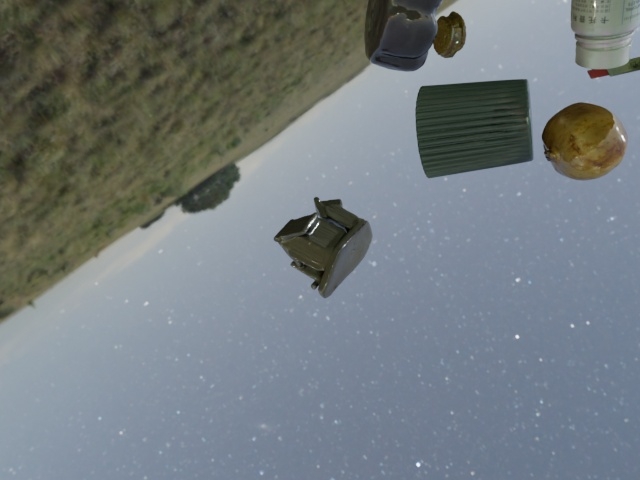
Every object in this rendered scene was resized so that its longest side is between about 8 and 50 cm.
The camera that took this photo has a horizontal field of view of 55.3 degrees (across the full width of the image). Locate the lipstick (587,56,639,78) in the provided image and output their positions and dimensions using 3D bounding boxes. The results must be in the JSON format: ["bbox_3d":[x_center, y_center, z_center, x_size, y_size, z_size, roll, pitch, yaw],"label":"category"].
[{"bbox_3d":[0.944,-0.521,1.796,0.312,0.051,0.051,-6,-174,40],"label":"lipstick"}]

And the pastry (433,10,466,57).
[{"bbox_3d":[0.319,-0.511,1.519,0.057,0.109,0.097,-11,-164,-13],"label":"pastry"}]

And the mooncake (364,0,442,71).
[{"bbox_3d":[0.161,-0.455,1.191,0.245,0.133,0.245,-170,-90,-89],"label":"mooncake"}]

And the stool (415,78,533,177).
[{"bbox_3d":[0.489,-0.355,1.918,0.330,0.297,0.297,-3,-155,21],"label":"stool"}]

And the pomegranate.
[{"bbox_3d":[0.765,-0.287,1.787,0.248,0.248,0.248,-34,-168,8],"label":"pomegranate"}]

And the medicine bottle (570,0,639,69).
[{"bbox_3d":[0.730,-0.603,1.563,0.170,0.293,0.170,-8,-146,6],"label":"medicine bottle"}]

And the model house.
[{"bbox_3d":[0.006,-0.002,1.434,0.229,0.188,0.122,-47,164,-37],"label":"model house"}]
